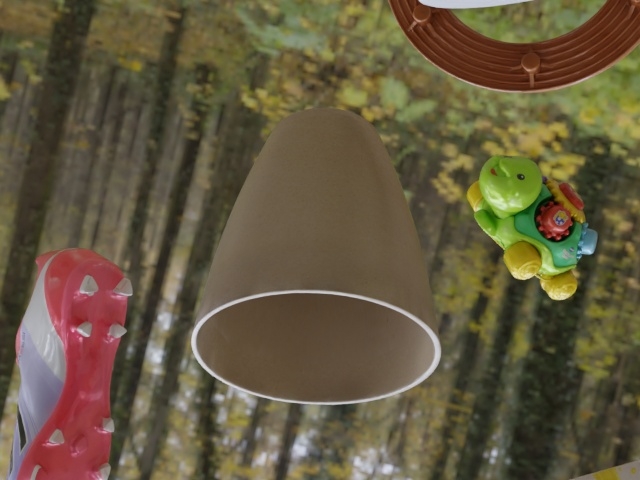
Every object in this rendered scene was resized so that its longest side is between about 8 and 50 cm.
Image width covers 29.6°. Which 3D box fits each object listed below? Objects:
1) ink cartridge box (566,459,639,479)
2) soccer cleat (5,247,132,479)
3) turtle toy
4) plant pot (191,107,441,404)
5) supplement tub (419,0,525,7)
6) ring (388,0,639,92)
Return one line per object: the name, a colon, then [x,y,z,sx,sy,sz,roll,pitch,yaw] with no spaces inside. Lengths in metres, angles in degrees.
ink cartridge box: [0.425,0.395,1.520,0.385,0.160,0.279,-19,144,14]
soccer cleat: [-0.217,0.128,0.989,0.083,0.248,0.095,9,-177,-44]
turtle toy: [0.155,-0.019,0.891,0.130,0.066,0.095,28,-152,-43]
plant pot: [0.000,0.000,1.313,0.256,0.274,0.256,2,148,1]
supplement tub: [0.112,-0.303,0.596,0.241,0.331,0.241,-12,180,0]
ring: [0.236,-0.332,1.382,0.337,0.336,0.032,15,174,16]
